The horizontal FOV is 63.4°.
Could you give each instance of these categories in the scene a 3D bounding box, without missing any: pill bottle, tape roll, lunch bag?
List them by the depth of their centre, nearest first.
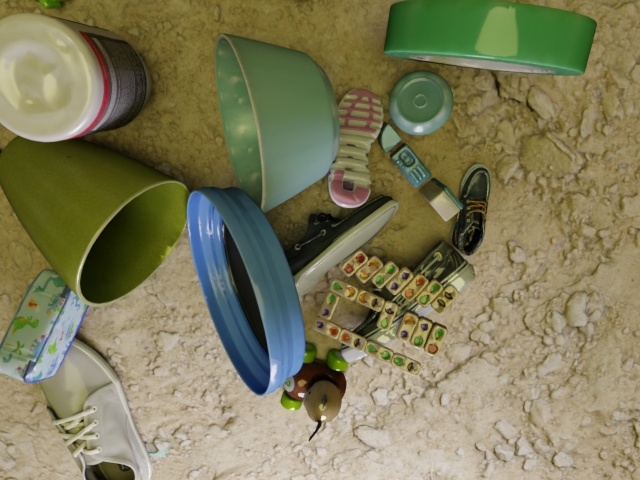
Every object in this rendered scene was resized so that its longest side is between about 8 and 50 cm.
[{"bbox_3d":[0.267,-0.326,0.846,0.321,0.321,0.077,6,108,-2],"label":"tape roll"},{"bbox_3d":[-0.395,-0.268,0.866,0.176,0.318,0.177,0,107,1],"label":"pill bottle"},{"bbox_3d":[-0.551,0.172,1.052,0.090,0.176,0.219,21,75,-6],"label":"lunch bag"}]

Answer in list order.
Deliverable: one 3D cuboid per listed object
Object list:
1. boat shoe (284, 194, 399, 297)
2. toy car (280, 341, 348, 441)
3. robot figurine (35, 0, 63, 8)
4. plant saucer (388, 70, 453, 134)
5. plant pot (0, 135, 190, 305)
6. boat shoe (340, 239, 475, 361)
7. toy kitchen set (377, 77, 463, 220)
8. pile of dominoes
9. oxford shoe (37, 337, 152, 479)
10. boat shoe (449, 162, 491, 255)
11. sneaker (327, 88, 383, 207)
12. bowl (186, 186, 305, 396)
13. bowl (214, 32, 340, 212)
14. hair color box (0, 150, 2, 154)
[{"bbox_3d":[0.001,0.001,1.057,0.340,0.127,0.113,-41,70,16],"label":"boat shoe"},{"bbox_3d":[-0.013,0.338,1.116,0.148,0.188,0.155,14,106,-4],"label":"toy car"},{"bbox_3d":[-0.508,-0.480,0.933,0.101,0.067,0.115,-21,107,27],"label":"robot figurine"},{"bbox_3d":[0.184,-0.255,0.952,0.119,0.021,0.120,0,91,13],"label":"plant saucer"},{"bbox_3d":[-0.447,-0.074,0.970,0.293,0.275,0.275,34,105,11],"label":"plant pot"},{"bbox_3d":[0.163,0.126,1.104,0.335,0.121,0.119,-39,85,8],"label":"boat shoe"},{"bbox_3d":[0.229,-0.176,0.996,0.166,0.122,0.207,-41,103,11],"label":"toy kitchen set"},{"bbox_3d":[0.128,0.141,1.029,0.251,0.040,0.196,23,95,11],"label":"pile of dominoes"},{"bbox_3d":[-0.523,0.413,1.173,0.169,0.130,0.450,-19,104,9],"label":"oxford shoe"},{"bbox_3d":[0.314,-0.060,1.051,0.065,0.083,0.184,9,106,-3],"label":"boat shoe"},{"bbox_3d":[0.057,-0.176,1.016,0.095,0.104,0.237,11,84,-7],"label":"sneaker"},{"bbox_3d":[-0.144,0.087,0.957,0.077,0.391,0.392,-18,108,-24],"label":"bowl"},{"bbox_3d":[-0.071,-0.210,0.918,0.163,0.311,0.312,-13,107,-16],"label":"bowl"},{"bbox_3d":[-0.732,-0.157,1.039,0.167,0.053,0.093,-26,104,6],"label":"hair color box"}]
